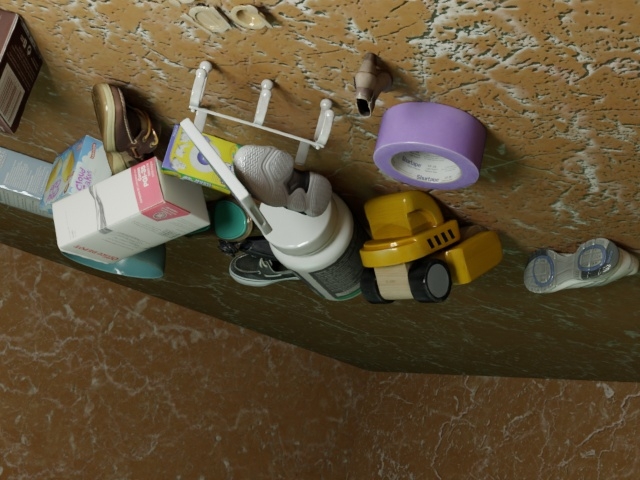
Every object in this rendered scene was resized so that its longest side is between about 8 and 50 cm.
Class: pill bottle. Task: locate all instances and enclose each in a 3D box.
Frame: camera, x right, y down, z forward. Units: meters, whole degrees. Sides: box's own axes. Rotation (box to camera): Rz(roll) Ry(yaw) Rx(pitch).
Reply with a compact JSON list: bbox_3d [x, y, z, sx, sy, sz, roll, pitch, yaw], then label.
[{"bbox_3d":[0.000,0.000,1.811,0.204,0.204,0.361,7,162,22],"label":"pill bottle"}]

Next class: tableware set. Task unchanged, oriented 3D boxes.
[{"bbox_3d":[-0.155,-0.349,1.127,0.168,0.020,0.141,3,160,33],"label":"tableware set"}]

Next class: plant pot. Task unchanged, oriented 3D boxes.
[{"bbox_3d":[-0.569,-0.026,2.184,0.290,0.195,0.290,9,164,3],"label":"plant pot"}]

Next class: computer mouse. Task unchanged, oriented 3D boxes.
[{"bbox_3d":[-0.140,0.023,2.076,0.272,0.072,0.188,-4,-173,-7],"label":"computer mouse"}]

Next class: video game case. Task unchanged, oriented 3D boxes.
[{"bbox_3d":[-0.163,-0.109,1.347,0.190,0.022,0.173,51,175,22],"label":"video game case"}]

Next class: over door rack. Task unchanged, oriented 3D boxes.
[{"bbox_3d":[-0.111,-0.228,1.371,0.239,0.108,0.324,16,177,-8],"label":"over door rack"}]

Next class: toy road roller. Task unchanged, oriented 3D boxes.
[{"bbox_3d":[0.231,-0.005,1.714,0.329,0.241,0.202,-21,-170,-41],"label":"toy road roller"}]

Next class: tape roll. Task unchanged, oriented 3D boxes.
[{"bbox_3d":[0.192,-0.163,1.349,0.189,0.080,0.189,13,163,4],"label":"tape roll"}]

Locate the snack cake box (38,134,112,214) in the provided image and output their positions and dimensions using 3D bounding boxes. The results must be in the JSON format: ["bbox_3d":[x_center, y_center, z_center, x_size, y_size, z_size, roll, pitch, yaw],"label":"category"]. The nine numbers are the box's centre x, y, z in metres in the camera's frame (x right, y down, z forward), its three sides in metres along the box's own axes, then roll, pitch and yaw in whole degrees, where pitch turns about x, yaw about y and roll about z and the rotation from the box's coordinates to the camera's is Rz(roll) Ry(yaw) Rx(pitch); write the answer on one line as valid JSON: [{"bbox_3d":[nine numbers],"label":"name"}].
[{"bbox_3d":[-0.603,-0.149,1.900,0.089,0.152,0.264,24,160,-30],"label":"snack cake box"}]

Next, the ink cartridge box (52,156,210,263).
[{"bbox_3d":[-0.427,-0.060,1.732,0.283,0.117,0.207,-21,162,16],"label":"ink cartridge box"}]

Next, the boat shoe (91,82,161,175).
[{"bbox_3d":[-0.391,-0.231,1.578,0.123,0.123,0.342,-14,165,-13],"label":"boat shoe"}]

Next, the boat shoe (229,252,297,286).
[{"bbox_3d":[-0.133,0.060,2.307,0.335,0.121,0.119,-5,150,20],"label":"boat shoe"}]

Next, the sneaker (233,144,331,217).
[{"bbox_3d":[-0.105,-0.116,1.429,0.153,0.101,0.268,18,177,36],"label":"sneaker"}]

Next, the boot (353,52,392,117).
[{"bbox_3d":[0.080,-0.232,1.199,0.042,0.087,0.118,4,161,25],"label":"boot"}]

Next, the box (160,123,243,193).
[{"bbox_3d":[-0.239,-0.168,1.630,0.179,0.105,0.043,17,164,-14],"label":"box"}]

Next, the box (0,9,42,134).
[{"bbox_3d":[-0.637,-0.315,1.362,0.203,0.167,0.168,15,164,-2],"label":"box"}]

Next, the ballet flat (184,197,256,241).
[{"bbox_3d":[-0.250,-0.049,2.050,0.124,0.116,0.342,1,175,-41],"label":"ballet flat"}]

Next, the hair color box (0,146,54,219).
[{"bbox_3d":[-0.842,-0.166,2.107,0.374,0.114,0.185,18,163,-15],"label":"hair color box"}]

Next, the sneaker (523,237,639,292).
[{"bbox_3d":[0.592,0.075,1.764,0.129,0.111,0.297,16,165,-27],"label":"sneaker"}]
